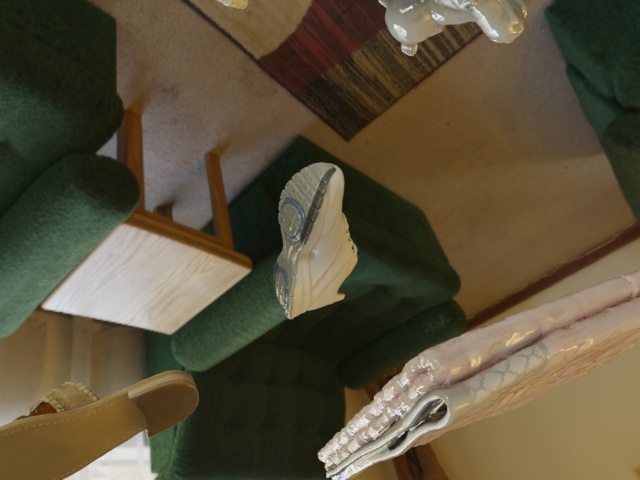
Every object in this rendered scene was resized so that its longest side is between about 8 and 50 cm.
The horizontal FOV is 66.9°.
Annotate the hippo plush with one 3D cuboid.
[{"bbox_3d":[0.265,-0.473,1.004,0.236,0.294,0.234,-21,111,46],"label":"hippo plush"}]

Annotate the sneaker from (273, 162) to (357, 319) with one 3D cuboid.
[{"bbox_3d":[0.000,0.000,0.789,0.129,0.111,0.297,-8,135,-22],"label":"sneaker"}]

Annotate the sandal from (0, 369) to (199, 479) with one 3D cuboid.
[{"bbox_3d":[-0.258,0.189,0.526,0.240,0.079,0.088,-16,117,-21],"label":"sandal"}]

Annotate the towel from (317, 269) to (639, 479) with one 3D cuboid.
[{"bbox_3d":[0.178,0.148,0.494,0.317,0.053,0.332,-13,150,-23],"label":"towel"}]

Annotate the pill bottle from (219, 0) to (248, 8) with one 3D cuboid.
[{"bbox_3d":[-0.241,-0.659,1.318,0.083,0.043,0.043,-18,155,-50],"label":"pill bottle"}]
